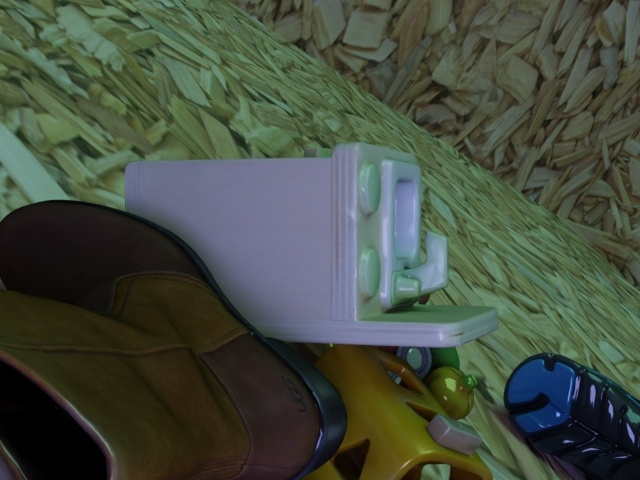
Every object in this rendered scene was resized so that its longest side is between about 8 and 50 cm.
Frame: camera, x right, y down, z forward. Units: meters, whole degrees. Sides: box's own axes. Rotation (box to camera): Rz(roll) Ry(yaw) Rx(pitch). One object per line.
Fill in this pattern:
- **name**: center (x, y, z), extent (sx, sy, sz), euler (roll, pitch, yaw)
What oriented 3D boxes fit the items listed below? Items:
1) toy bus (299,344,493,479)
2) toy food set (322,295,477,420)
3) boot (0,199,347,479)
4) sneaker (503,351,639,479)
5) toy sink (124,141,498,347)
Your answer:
- **toy bus**: center (0.056, 0.154, 0.725), extent (0.202, 0.104, 0.191), euler (37, 14, 3)
- **toy food set**: center (0.066, 0.074, 0.960), extent (0.218, 0.071, 0.128), euler (57, 34, 6)
- **boot**: center (-0.138, 0.048, 0.568), extent (0.264, 0.096, 0.280), euler (41, 10, 20)
- **sneaker**: center (0.348, 0.232, 1.151), extent (0.341, 0.125, 0.139), euler (43, 13, 22)
- **toy sink**: center (0.000, 0.000, 0.804), extent (0.234, 0.131, 0.153), euler (1, 2, 21)
